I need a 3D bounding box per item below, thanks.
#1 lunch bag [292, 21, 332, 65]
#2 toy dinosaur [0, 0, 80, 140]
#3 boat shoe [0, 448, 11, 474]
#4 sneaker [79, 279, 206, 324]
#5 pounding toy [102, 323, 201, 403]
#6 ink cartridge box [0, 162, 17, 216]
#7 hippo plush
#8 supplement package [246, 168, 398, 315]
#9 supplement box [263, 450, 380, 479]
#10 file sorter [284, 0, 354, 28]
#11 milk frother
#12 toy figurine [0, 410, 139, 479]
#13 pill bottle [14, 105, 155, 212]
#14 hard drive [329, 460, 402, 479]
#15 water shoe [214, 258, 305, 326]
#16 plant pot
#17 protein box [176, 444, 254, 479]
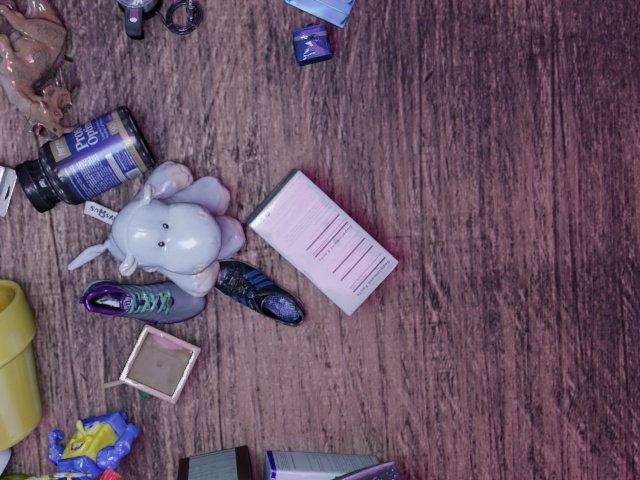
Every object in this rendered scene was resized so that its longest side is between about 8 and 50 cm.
[{"bbox_3d":[-0.017,-0.357,1.534,0.067,0.098,0.065,-13,94,-1],"label":"lunch bag"},{"bbox_3d":[-0.490,-0.318,1.472,0.201,0.127,0.295,17,80,-16],"label":"toy dinosaur"},{"bbox_3d":[-0.714,0.459,1.461,0.367,0.136,0.156,-47,109,-19],"label":"boat shoe"},{"bbox_3d":[-0.319,0.117,1.537,0.224,0.098,0.083,1,95,-7],"label":"sneaker"},{"bbox_3d":[-0.311,0.234,1.561,0.130,0.100,0.141,26,81,-9],"label":"pounding toy"},{"bbox_3d":[-0.606,-0.101,1.485,0.143,0.090,0.092,18,93,-10],"label":"ink cartridge box"},{"bbox_3d":[-0.267,-0.039,1.442,0.295,0.236,0.234,14,81,-7],"label":"hippo plush"},{"bbox_3d":[0.000,0.000,1.548,0.244,0.139,0.134,42,90,-10],"label":"supplement package"},{"bbox_3d":[0.005,0.470,1.604,0.220,0.114,0.111,4,95,-9],"label":"supplement box"},{"bbox_3d":[0.026,-0.489,1.525,0.118,0.104,0.170,23,92,-8],"label":"file sorter"},{"bbox_3d":[-0.283,-0.419,1.476,0.143,0.135,0.129,-15,97,-6],"label":"milk frother"},{"bbox_3d":[-0.417,0.410,1.541,0.363,0.217,0.191,-20,119,38],"label":"toy figurine"},{"bbox_3d":[-0.411,-0.137,1.491,0.219,0.123,0.122,-27,98,-5],"label":"pill bottle"},{"bbox_3d":[0.041,0.507,1.528,0.255,0.054,0.171,-23,99,-5],"label":"hard drive"},{"bbox_3d":[-0.116,0.093,1.570,0.203,0.080,0.072,26,91,-9],"label":"water shoe"},{"bbox_3d":[-0.592,0.228,1.450,0.254,0.254,0.238,-17,112,-5],"label":"plant pot"},{"bbox_3d":[-0.174,0.508,1.538,0.136,0.201,0.199,-11,96,-6],"label":"protein box"}]
